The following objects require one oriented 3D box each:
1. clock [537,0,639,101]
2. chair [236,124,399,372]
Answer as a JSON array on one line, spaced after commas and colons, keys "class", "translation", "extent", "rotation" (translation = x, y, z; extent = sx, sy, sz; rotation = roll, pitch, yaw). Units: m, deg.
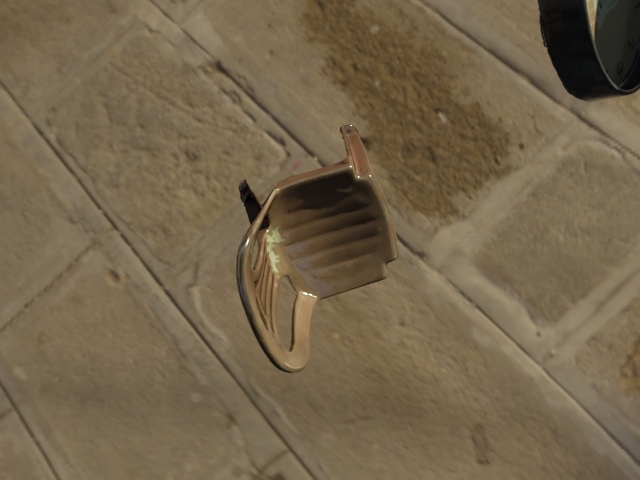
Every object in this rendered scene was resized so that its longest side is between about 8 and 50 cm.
[{"class": "clock", "translation": [0.477, -0.426, 1.438], "extent": [0.076, 0.386, 0.386], "rotation": [3, 69, 40]}, {"class": "chair", "translation": [0.000, 0.000, 1.022], "extent": [0.183, 0.176, 0.326], "rotation": [-19, 22, 2]}]
